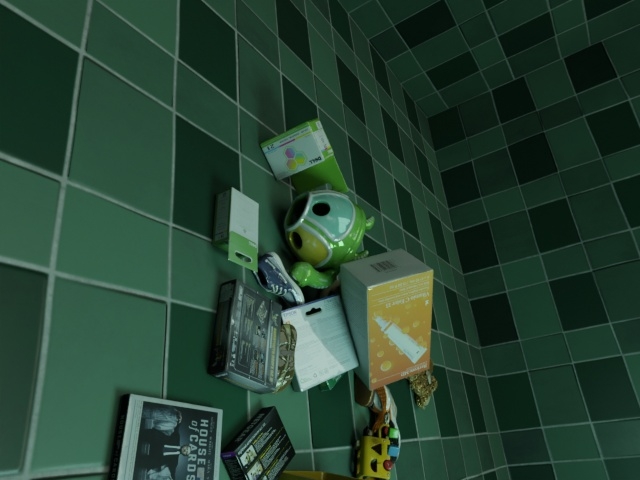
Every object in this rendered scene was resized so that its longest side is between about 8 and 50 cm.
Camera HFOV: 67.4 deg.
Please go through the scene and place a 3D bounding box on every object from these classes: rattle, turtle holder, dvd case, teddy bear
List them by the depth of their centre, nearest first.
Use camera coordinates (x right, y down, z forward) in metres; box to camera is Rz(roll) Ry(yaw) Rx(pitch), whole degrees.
[{"bbox_3d":[-0.280,0.397,0.905,0.239,0.029,0.179,34,45,-48],"label":"dvd case"},{"bbox_3d":[-0.006,-0.008,1.483,0.227,0.243,0.320,34,83,-27],"label":"turtle holder"},{"bbox_3d":[0.045,0.236,1.580,0.130,0.143,0.199,9,74,-21],"label":"rattle"},{"bbox_3d":[0.393,0.517,1.975,0.245,0.113,0.338,-53,127,-49],"label":"teddy bear"}]

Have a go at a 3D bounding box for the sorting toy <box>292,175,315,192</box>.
[{"bbox_3d":[-0.005,-0.205,1.674,0.365,0.126,0.127,61,30,-19],"label":"sorting toy"}]

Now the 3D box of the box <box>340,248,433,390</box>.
[{"bbox_3d":[0.193,0.229,1.420,0.168,0.215,0.345,-139,-140,-58],"label":"box"}]

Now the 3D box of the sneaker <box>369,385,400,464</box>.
[{"bbox_3d":[0.227,0.607,1.612,0.121,0.099,0.262,30,48,-57],"label":"sneaker"}]

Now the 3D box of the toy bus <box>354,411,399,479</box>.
[{"bbox_3d":[0.156,0.634,1.455,0.202,0.104,0.191,-164,-94,-85],"label":"toy bus"}]

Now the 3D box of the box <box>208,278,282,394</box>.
[{"bbox_3d":[-0.175,0.234,1.166,0.183,0.056,0.231,40,40,-45],"label":"box"}]

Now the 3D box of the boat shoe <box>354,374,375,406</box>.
[{"bbox_3d":[0.156,0.453,1.600,0.073,0.073,0.207,38,42,-42],"label":"boat shoe"}]

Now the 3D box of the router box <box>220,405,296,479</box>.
[{"bbox_3d":[-0.135,0.483,1.090,0.179,0.046,0.133,-30,99,-62],"label":"router box"}]

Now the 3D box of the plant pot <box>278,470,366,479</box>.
[{"bbox_3d":[0.024,0.655,1.116,0.212,0.212,0.187,34,57,-49],"label":"plant pot"}]

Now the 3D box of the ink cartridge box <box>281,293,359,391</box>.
[{"bbox_3d":[-0.009,0.283,1.361,0.223,0.045,0.224,-11,84,-39],"label":"ink cartridge box"}]

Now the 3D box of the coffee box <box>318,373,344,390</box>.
[{"bbox_3d":[0.006,0.342,1.437,0.113,0.040,0.184,-30,99,-60],"label":"coffee box"}]

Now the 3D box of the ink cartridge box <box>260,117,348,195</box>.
[{"bbox_3d":[-0.047,-0.236,1.547,0.255,0.189,0.097,65,27,-10],"label":"ink cartridge box"}]

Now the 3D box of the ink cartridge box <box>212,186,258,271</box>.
[{"bbox_3d":[-0.218,-0.020,1.243,0.109,0.062,0.209,33,46,-49],"label":"ink cartridge box"}]

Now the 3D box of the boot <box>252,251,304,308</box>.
[{"bbox_3d":[-0.121,0.128,1.331,0.190,0.069,0.086,57,37,-7],"label":"boot"}]

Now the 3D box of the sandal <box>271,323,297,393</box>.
[{"bbox_3d":[-0.104,0.306,1.249,0.072,0.049,0.180,21,65,-26],"label":"sandal"}]
